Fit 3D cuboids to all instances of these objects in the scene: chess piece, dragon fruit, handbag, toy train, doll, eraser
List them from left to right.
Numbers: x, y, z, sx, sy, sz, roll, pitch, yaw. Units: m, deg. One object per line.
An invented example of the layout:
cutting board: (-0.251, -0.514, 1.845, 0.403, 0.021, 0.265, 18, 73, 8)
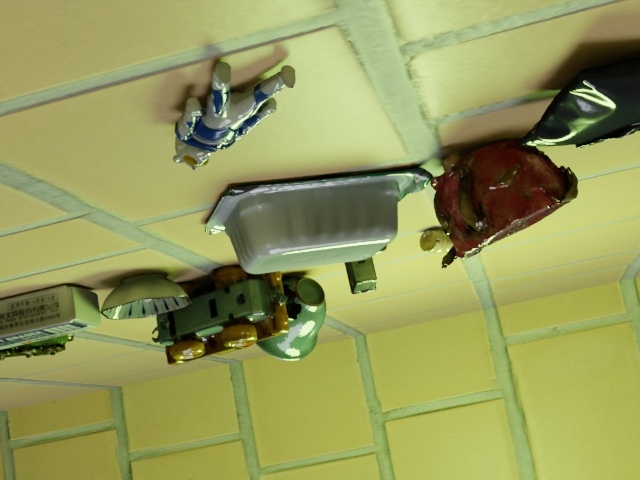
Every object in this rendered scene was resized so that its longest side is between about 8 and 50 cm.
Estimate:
toy train: (-0.665, 0.221, 2.227, 0.225, 0.090, 0.137, -1, 168, -38)
eraser: (-0.594, 0.160, 2.018, 0.278, 0.081, 0.124, -13, 168, 10)
doll: (-0.113, -0.135, 1.149, 0.113, 0.057, 0.227, -8, 166, -31)
toy train: (-0.208, 0.167, 2.189, 0.369, 0.163, 0.231, -19, 164, 31)
chess piece: (0.266, 0.005, 2.129, 0.122, 0.066, 0.066, 10, 157, -44)
dragon fruit: (0.265, -0.072, 1.580, 0.211, 0.147, 0.282, -19, 170, -47)
handbag: (0.406, -0.184, 1.309, 0.254, 0.089, 0.211, -12, 166, -15)

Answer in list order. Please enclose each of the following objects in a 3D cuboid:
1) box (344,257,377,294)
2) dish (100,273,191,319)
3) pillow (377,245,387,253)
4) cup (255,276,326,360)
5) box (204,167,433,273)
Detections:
box: (0.091, 0.067, 2.198, 0.060, 0.085, 0.063, -8, 162, -10)
dish: (-0.354, 0.107, 2.030, 0.190, 0.066, 0.191, -10, 166, -3)
pillow: (-0.001, 0.000, 1.822, 0.241, 0.051, 0.093, -2, -160, 1)
cup: (-0.059, 0.156, 2.318, 0.199, 0.199, 0.150, -1, 146, -38)
box: (-0.007, -0.021, 1.650, 0.336, 0.106, 0.264, -8, 167, -17)
